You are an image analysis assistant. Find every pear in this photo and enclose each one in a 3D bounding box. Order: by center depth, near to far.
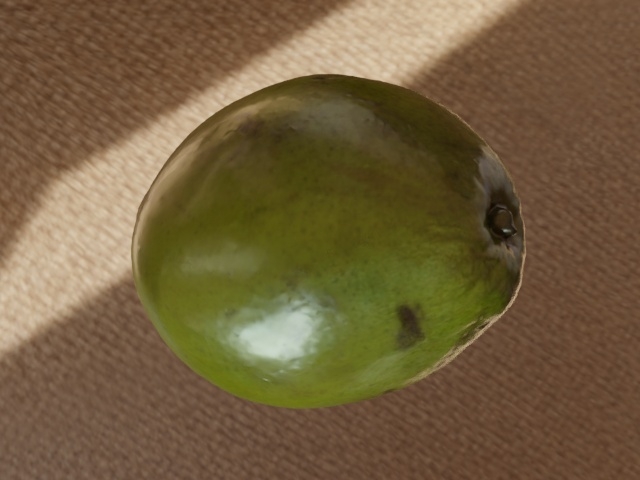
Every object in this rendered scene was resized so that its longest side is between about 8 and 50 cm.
[{"bbox_3d":[0.000,0.000,0.766,0.212,0.269,0.212,10,78,-50],"label":"pear"}]
